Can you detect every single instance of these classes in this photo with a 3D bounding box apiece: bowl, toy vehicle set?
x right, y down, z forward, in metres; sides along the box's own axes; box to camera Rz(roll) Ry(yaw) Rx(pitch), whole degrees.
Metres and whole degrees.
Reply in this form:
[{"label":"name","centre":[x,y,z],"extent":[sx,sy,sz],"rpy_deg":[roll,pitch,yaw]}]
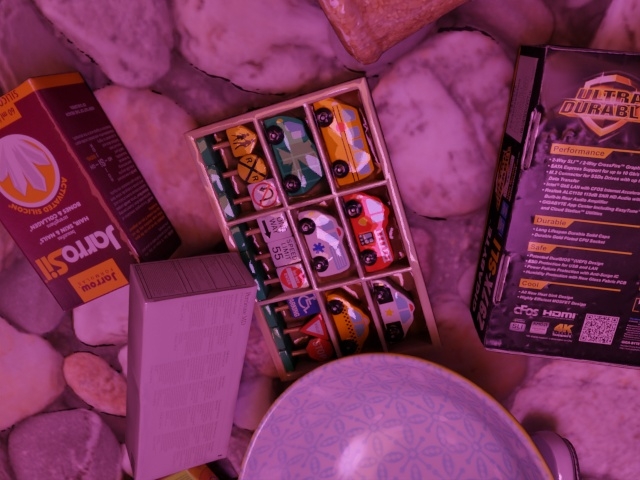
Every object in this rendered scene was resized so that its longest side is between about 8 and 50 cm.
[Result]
[{"label":"bowl","centre":[0.081,0.255,0.514],"extent":[0.290,0.156,0.289],"rpy_deg":[-7,73,23]},{"label":"toy vehicle set","centre":[0.000,0.000,0.516],"extent":[0.166,0.035,0.266],"rpy_deg":[-15,108,12]}]

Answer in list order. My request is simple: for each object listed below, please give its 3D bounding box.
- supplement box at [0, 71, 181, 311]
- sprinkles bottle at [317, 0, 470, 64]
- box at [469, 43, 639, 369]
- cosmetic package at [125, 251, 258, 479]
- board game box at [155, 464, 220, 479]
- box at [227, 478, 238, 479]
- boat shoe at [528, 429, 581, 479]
[{"label":"supplement box","centre":[-0.229,-0.043,0.503],"extent":[0.104,0.080,0.188],"rpy_deg":[-23,106,14]},{"label":"sprinkles bottle","centre":[0.152,-0.257,0.356],"extent":[0.356,0.121,0.121],"rpy_deg":[-27,105,16]},{"label":"box","centre":[0.310,-0.016,0.452],"extent":[0.323,0.079,0.256],"rpy_deg":[6,110,4]},{"label":"cosmetic package","centre":[-0.131,0.126,0.526],"extent":[0.099,0.060,0.238],"rpy_deg":[-5,126,-29]},{"label":"board game box","centre":[-0.118,0.373,0.648],"extent":[0.124,0.039,0.259],"rpy_deg":[-32,101,17]},{"label":"box","centre":[-0.147,0.375,0.683],"extent":[0.202,0.021,0.164],"rpy_deg":[-12,109,10]},{"label":"boat shoe","centre":[0.259,0.295,0.580],"extent":[0.076,0.080,0.228],"rpy_deg":[-10,106,-11]}]
